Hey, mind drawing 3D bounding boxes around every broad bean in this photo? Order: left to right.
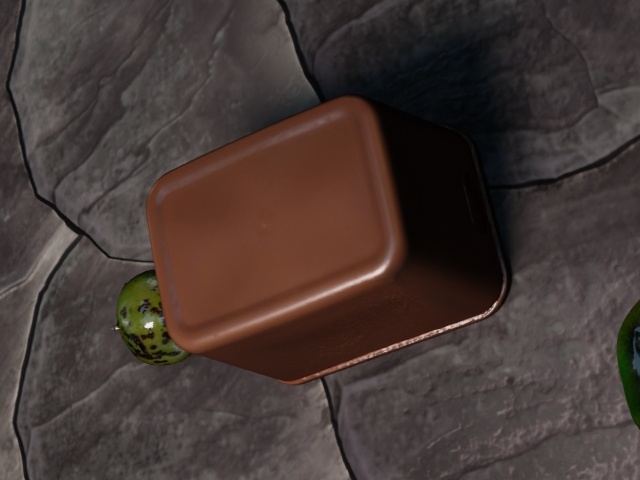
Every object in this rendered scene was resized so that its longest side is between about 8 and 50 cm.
[{"bbox_3d":[0.392,0.164,1.869,0.144,0.049,0.292,-36,63,20],"label":"broad bean"}]

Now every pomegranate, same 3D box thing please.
[{"bbox_3d":[-0.179,0.087,2.220,0.161,0.122,0.122,-23,65,-3],"label":"pomegranate"}]

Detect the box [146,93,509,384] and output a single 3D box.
[{"bbox_3d":[0.000,0.000,2.046,0.339,0.229,0.239,-22,68,27],"label":"box"}]
